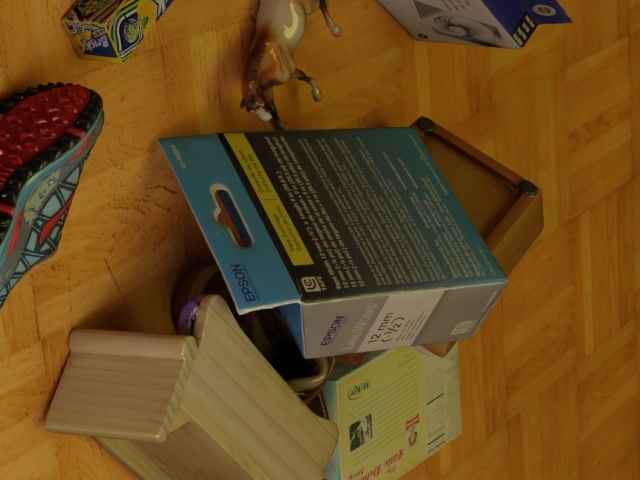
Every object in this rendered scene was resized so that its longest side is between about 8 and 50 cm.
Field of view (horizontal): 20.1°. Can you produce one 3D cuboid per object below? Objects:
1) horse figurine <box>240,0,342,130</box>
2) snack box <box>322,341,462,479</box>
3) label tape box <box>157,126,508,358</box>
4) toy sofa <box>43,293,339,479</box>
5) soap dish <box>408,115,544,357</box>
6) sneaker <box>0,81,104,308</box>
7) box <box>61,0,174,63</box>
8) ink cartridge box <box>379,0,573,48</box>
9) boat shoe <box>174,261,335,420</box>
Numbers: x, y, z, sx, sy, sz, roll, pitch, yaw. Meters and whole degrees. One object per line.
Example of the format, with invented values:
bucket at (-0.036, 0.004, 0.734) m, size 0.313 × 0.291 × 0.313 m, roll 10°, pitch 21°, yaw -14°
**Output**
horse figurine at (-0.033, -0.244, 2.104) m, size 0.174 × 0.066 × 0.263 m, roll 40°, pitch 64°, yaw -60°
snack box at (0.086, 0.219, 2.383) m, size 0.322 × 0.060 × 0.187 m, roll -25°, pitch 116°, yaw -54°
label tape box at (0.000, 0.000, 2.005) m, size 0.347 × 0.249 × 0.115 m, roll -6°, pitch 141°, yaw -32°
toy sofa at (-0.129, 0.207, 1.957) m, size 0.362 × 0.150 × 0.177 m, roll 52°, pitch 48°, yaw -49°
soap dish at (0.132, -0.015, 2.255) m, size 0.291 × 0.229 × 0.118 m, roll -47°, pitch 167°, yaw -42°
sneaker at (-0.291, -0.038, 1.728) m, size 0.262 × 0.104 × 0.125 m, roll -57°, pitch 157°, yaw -29°
box at (-0.191, -0.256, 1.853) m, size 0.169 × 0.059 × 0.054 m, roll -57°, pitch 142°, yaw -34°
ink cartridge box at (0.176, -0.309, 2.273) m, size 0.223 × 0.224 × 0.045 m, roll 37°, pitch 65°, yaw -53°
boat shoe at (-0.048, 0.156, 2.099) m, size 0.123 × 0.123 × 0.342 m, roll -60°, pitch 141°, yaw -32°
